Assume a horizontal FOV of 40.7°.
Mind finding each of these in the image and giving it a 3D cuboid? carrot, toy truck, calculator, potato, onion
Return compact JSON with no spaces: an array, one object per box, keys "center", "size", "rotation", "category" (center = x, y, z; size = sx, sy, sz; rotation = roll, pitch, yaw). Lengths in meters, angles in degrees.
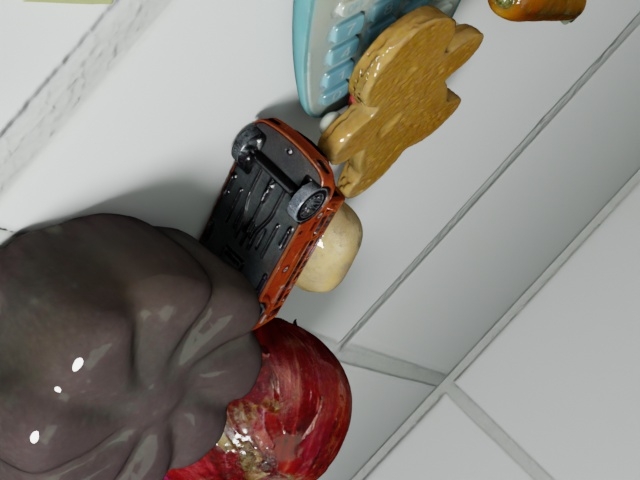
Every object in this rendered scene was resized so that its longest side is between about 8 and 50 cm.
[{"center":[0.271,-0.306,1.086],"size":[0.225,0.067,0.067],"rotation":[-16,143,-54],"category":"carrot"},{"center":[-0.058,-0.014,0.944],"size":[0.114,0.107,0.253],"rotation":[-18,146,-50],"category":"toy truck"},{"center":[0.075,-0.269,0.822],"size":[0.256,0.054,0.386],"rotation":[-35,156,-25],"category":"calculator"},{"center":[-0.001,0.001,1.076],"size":[0.112,0.112,0.147],"rotation":[-32,159,-30],"category":"potato"},{"center":[-0.096,0.221,1.088],"size":[0.276,0.276,0.276],"rotation":[-38,156,-20],"category":"onion"}]

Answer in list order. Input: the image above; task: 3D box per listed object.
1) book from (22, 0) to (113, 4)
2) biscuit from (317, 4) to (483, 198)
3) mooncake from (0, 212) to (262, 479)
[{"center":[-0.154,-0.207,0.571],"size":[0.077,0.014,0.111],"rotation":[-16,143,-51],"category":"book"},{"center":[0.082,-0.160,0.941],"size":[0.216,0.047,0.340],"rotation":[-42,166,-1],"category":"biscuit"},{"center":[-0.196,0.117,0.816],"size":[0.306,0.154,0.306],"rotation":[-36,143,-33],"category":"mooncake"}]
